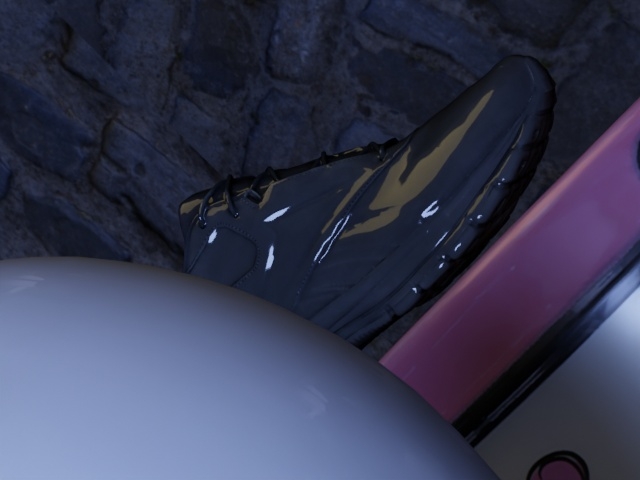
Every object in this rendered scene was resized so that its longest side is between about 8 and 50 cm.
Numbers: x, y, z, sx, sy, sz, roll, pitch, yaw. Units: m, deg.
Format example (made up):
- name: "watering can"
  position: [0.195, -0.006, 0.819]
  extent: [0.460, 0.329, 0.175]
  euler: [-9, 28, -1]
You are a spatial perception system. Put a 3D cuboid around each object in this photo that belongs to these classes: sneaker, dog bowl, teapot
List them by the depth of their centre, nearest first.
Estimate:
- name: "teapot"
  position: [-0.012, 0.131, 0.377]
  extent: [0.252, 0.187, 0.256]
  euler: [90, -160, -45]
- name: "dog bowl"
  position: [0.155, 0.030, 0.879]
  extent: [0.408, 0.150, 0.408]
  euler: [-44, -4, -4]
- name: "sneaker"
  position: [0.000, 0.000, 0.986]
  extent: [0.286, 0.130, 0.109]
  euler: [-45, -6, 11]
